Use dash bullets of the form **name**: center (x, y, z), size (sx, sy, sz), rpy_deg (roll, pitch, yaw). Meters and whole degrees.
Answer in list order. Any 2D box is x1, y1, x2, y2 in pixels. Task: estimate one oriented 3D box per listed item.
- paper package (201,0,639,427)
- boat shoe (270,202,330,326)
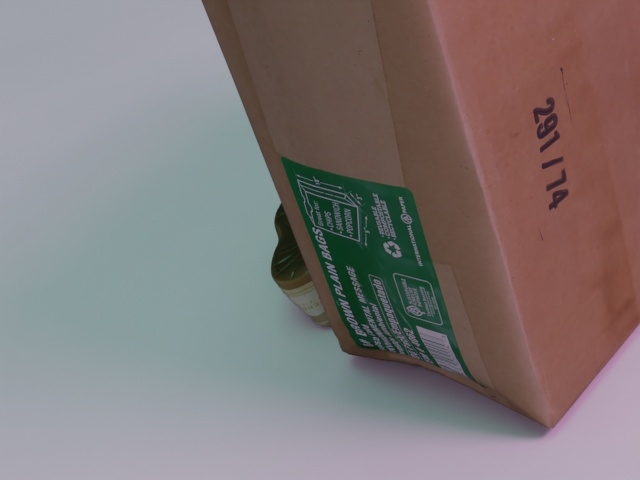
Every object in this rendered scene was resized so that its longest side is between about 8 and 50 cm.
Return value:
- **paper package**: center (0.111, -0.118, 0.724), size (0.168, 0.325, 0.309), rpy_deg (18, 50, 42)
- **boat shoe**: center (0.002, 0.000, 0.882), size (0.056, 0.048, 0.153), rpy_deg (-25, 26, 17)
